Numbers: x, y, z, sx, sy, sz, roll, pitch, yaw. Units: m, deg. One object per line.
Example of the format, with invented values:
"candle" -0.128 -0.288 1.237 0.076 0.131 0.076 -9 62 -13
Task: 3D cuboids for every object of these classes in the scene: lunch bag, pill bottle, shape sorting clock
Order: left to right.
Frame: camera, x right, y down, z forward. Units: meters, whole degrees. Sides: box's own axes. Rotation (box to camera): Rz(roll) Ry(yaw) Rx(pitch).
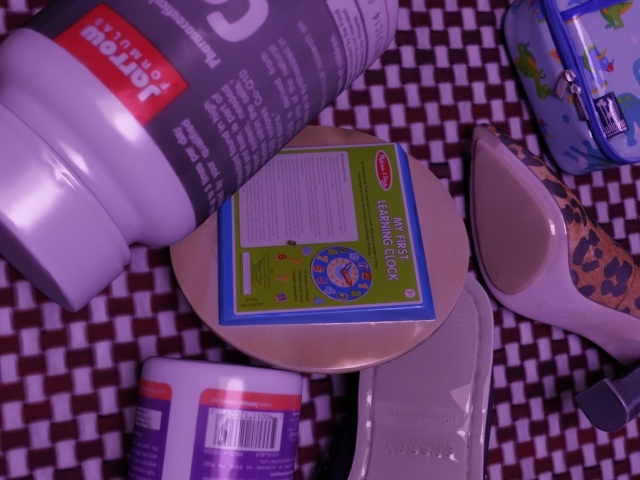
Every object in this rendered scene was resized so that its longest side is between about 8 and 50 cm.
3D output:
"pill bottle" -0.097 -0.100 0.572 0.283 0.161 0.161 -45 102 -19
"pill bottle" -0.073 0.176 0.585 0.108 0.108 0.193 9 82 -21
"shape sorting clock" 0.000 0.000 0.625 0.206 0.040 0.206 0 54 0
"lunch bag" 0.272 -0.162 0.766 0.219 0.090 0.176 -20 90 -23

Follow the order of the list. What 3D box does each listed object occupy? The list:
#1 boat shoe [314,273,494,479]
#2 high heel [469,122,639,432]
"boat shoe" 0.053 0.191 0.634 0.127 0.113 0.340 5 73 11
"high heel" 0.224 0.012 0.752 0.186 0.093 0.261 -17 79 -44
